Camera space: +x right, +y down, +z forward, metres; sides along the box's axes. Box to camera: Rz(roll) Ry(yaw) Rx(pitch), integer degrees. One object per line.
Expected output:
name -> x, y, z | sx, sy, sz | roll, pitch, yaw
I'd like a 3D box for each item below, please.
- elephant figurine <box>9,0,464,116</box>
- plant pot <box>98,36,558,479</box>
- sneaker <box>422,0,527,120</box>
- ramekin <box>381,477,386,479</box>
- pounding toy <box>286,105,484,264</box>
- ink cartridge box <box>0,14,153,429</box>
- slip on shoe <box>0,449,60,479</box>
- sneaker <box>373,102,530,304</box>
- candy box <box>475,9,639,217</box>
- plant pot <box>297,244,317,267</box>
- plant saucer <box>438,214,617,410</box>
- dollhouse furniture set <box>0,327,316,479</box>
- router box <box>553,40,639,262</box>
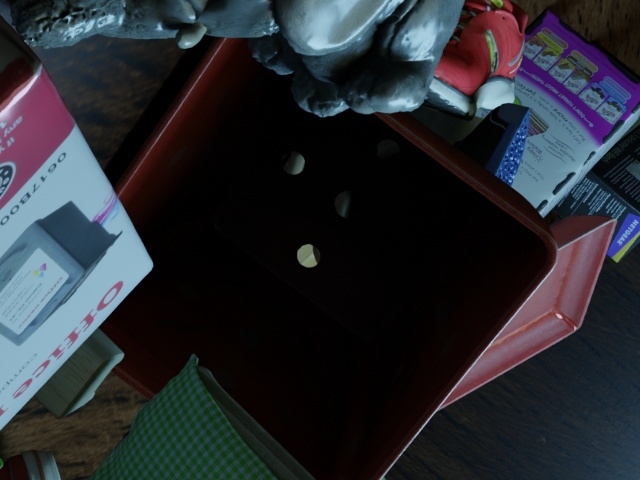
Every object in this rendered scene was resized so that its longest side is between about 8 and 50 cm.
elephant figurine -> -0.019, -0.158, 0.854 | 0.239, 0.169, 0.186 | 21, 82, -61
plant pot -> 0.000, 0.000, 1.167 | 0.267, 0.267, 0.236 | -53, 180, 18
sneaker -> 0.120, -0.182, 1.420 | 0.279, 0.107, 0.118 | -26, 136, -68
ramekin -> -0.056, 0.340, 1.927 | 0.303, 0.148, 0.303 | -35, -168, 9
pounding toy -> 0.057, -0.017, 1.417 | 0.269, 0.154, 0.155 | -48, 151, -12
ink cartridge box -> -0.211, 0.011, 0.714 | 0.226, 0.131, 0.306 | -47, 166, -9
slip on shoe -> -0.279, 0.267, 1.349 | 0.101, 0.123, 0.331 | -11, 158, -18
sneaker -> 0.105, -0.041, 1.357 | 0.232, 0.090, 0.081 | -58, 160, -32
candy box -> 0.238, -0.127, 1.782 | 0.233, 0.159, 0.071 | -44, 166, -19
plant pot -> 0.001, -0.015, 1.602 | 0.236, 0.032, 0.236 | -46, 168, -12
plant saucer -> 0.211, 0.083, 1.842 | 0.259, 0.048, 0.258 | -27, 152, -18
dollhouse furniture set -> -0.155, 0.157, 0.938 | 0.197, 0.301, 0.151 | -50, 171, 19
router box -> 0.374, -0.125, 2.066 | 0.309, 0.243, 0.081 | -32, 159, -51
